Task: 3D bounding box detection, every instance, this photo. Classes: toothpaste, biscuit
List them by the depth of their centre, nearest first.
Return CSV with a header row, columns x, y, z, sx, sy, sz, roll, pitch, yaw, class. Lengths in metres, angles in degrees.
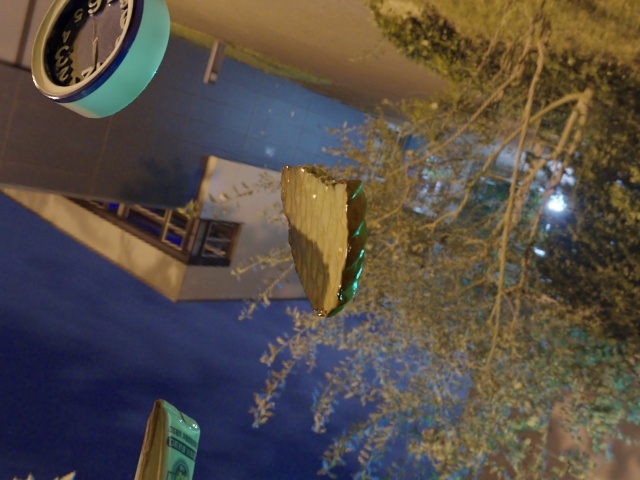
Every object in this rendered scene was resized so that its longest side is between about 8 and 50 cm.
x,y,z,sx,sy,sz,roll,pitch,yaw,class
-0.118,0.226,0.395,0.039,0.239,0.062,-8,144,21,toothpaste
0.000,0.000,0.749,0.036,0.187,0.273,-3,-165,-17,biscuit

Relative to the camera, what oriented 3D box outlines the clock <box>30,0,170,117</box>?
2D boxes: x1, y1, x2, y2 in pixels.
x,y,z,sx,sy,sz,roll,pitch,yaw,class
-0.340,-0.306,0.934,0.230,0.230,0.083,22,177,31,clock
